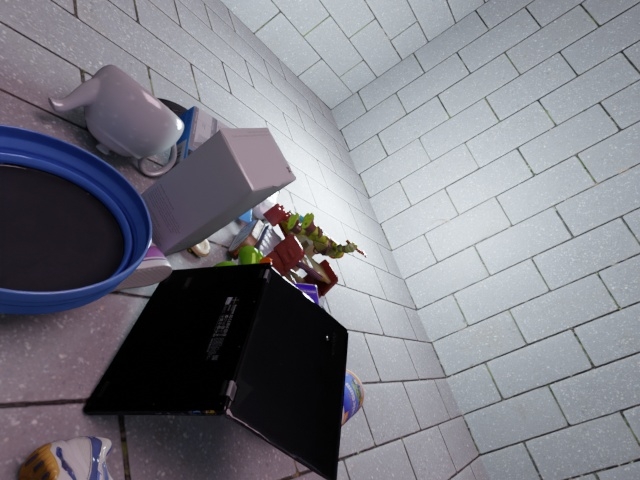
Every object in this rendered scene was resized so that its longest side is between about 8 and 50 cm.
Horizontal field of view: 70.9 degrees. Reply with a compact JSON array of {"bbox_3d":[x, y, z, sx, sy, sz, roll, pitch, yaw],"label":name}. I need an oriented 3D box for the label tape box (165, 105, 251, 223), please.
[{"bbox_3d":[-0.301,-0.226,1.412,0.334,0.106,0.240,27,55,-44],"label":"label tape box"}]

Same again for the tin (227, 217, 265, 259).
[{"bbox_3d":[-0.233,-0.007,1.411,0.040,0.106,0.189,45,24,-16],"label":"tin"}]

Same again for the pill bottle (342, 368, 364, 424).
[{"bbox_3d":[0.013,0.467,1.280,0.152,0.152,0.272,65,21,12],"label":"pill bottle"}]

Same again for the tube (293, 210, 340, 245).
[{"bbox_3d":[-0.011,-0.027,1.562,0.207,0.052,0.080,45,-1,17],"label":"tube"}]

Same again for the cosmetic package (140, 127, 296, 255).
[{"bbox_3d":[-0.265,-0.108,1.073,0.155,0.366,0.197,60,28,1],"label":"cosmetic package"}]

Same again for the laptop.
[{"bbox_3d":[-0.168,0.255,0.939,0.381,0.408,0.236,-79,162,-54],"label":"laptop"}]

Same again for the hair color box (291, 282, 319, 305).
[{"bbox_3d":[-0.059,0.288,1.147,0.110,0.185,0.338,6,36,-15],"label":"hair color box"}]

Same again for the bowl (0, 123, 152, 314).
[{"bbox_3d":[-0.487,-0.042,0.748,0.391,0.077,0.391,27,31,-18],"label":"bowl"}]

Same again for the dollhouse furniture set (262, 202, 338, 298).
[{"bbox_3d":[-0.112,0.029,1.483,0.201,0.152,0.374,40,12,-41],"label":"dollhouse furniture set"}]

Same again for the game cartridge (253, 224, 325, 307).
[{"bbox_3d":[-0.111,0.133,1.573,0.355,0.068,0.230,52,18,-20],"label":"game cartridge"}]

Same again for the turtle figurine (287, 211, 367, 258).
[{"bbox_3d":[0.000,0.000,1.368,0.217,0.087,0.270,37,-9,-33],"label":"turtle figurine"}]

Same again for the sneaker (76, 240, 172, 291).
[{"bbox_3d":[-0.450,0.022,0.914,0.161,0.102,0.282,54,16,16],"label":"sneaker"}]

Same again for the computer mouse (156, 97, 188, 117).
[{"bbox_3d":[-0.466,-0.384,1.417,0.272,0.072,0.188,14,49,-62],"label":"computer mouse"}]

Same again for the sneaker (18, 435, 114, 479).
[{"bbox_3d":[-0.317,0.425,0.642,0.131,0.112,0.296,14,51,-63],"label":"sneaker"}]

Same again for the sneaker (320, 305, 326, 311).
[{"bbox_3d":[-0.013,0.332,1.485,0.112,0.131,0.318,-109,180,-47],"label":"sneaker"}]

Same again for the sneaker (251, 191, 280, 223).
[{"bbox_3d":[-0.195,-0.145,1.692,0.169,0.108,0.292,61,31,-3],"label":"sneaker"}]

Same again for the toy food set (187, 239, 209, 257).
[{"bbox_3d":[-0.342,0.010,1.254,0.083,0.020,0.083,36,32,-46],"label":"toy food set"}]

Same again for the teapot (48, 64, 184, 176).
[{"bbox_3d":[-0.481,-0.289,1.121,0.256,0.187,0.252,38,-2,-11],"label":"teapot"}]

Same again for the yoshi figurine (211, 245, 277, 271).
[{"bbox_3d":[-0.218,0.194,1.161,0.203,0.203,0.361,5,64,-16],"label":"yoshi figurine"}]
